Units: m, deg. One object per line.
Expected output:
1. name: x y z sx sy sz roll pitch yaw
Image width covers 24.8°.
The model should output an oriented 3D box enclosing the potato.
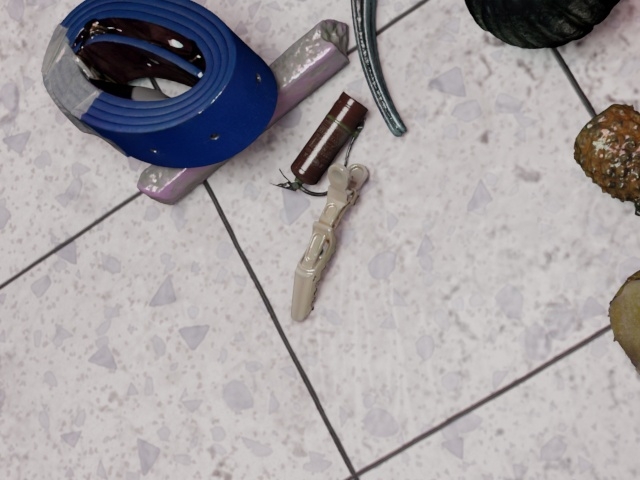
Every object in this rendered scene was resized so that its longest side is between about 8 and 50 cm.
1. potato: 0.413 0.102 1.741 0.100 0.089 0.172 0 115 41

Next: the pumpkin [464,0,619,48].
1. pumpkin: 0.271 -0.344 1.793 0.220 0.161 0.221 -11 74 43

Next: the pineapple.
1. pineapple: 0.394 -0.072 1.750 0.108 0.108 0.198 -43 76 11

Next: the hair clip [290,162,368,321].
1. hair clip: 0.000 0.000 1.910 0.034 0.072 0.226 24 93 26

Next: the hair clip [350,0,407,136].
1. hair clip: 0.073 -0.269 1.938 0.083 0.048 0.275 -9 85 19

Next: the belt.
1. belt: -0.219 -0.217 1.956 0.347 0.117 0.212 21 80 38

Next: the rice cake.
1. rice cake: -0.100 -0.168 1.975 0.365 0.072 0.056 -38 69 11

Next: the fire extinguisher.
1. fire extinguisher: 0.008 -0.118 1.939 0.078 0.045 0.157 36 96 0
